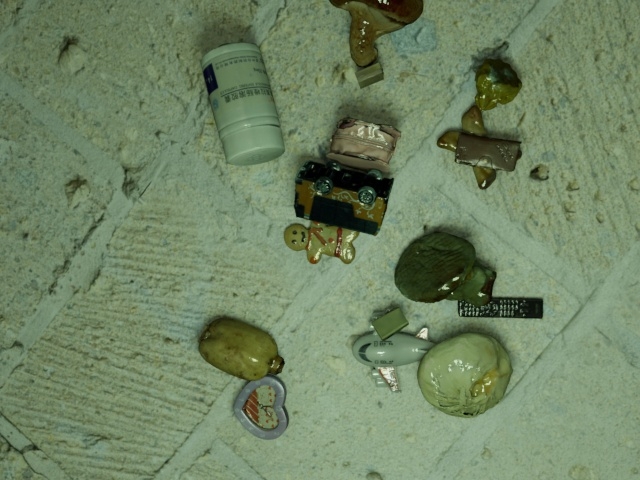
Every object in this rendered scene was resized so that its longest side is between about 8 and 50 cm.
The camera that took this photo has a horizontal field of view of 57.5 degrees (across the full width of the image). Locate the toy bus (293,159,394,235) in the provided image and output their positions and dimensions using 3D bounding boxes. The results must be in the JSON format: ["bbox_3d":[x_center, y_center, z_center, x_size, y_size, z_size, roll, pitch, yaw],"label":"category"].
[{"bbox_3d":[0.063,-0.129,1.727,0.275,0.138,0.167,14,127,8],"label":"toy bus"}]

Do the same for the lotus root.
[{"bbox_3d":[-0.243,0.338,1.795,0.284,0.146,0.160,22,94,8],"label":"lotus root"}]

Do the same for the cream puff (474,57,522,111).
[{"bbox_3d":[0.501,-0.444,1.688,0.146,0.146,0.116,42,136,6],"label":"cream puff"}]

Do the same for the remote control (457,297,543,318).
[{"bbox_3d":[0.533,0.200,1.732,0.245,0.025,0.063,1,92,9],"label":"remote control"}]

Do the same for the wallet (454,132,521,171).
[{"bbox_3d":[0.482,-0.255,1.687,0.176,0.026,0.095,12,96,9],"label":"wallet"}]

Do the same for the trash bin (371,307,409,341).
[{"bbox_3d":[0.202,0.241,1.687,0.092,0.043,0.061,-32,66,-1],"label":"trash bin"}]

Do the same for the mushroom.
[{"bbox_3d":[0.161,-0.661,1.672,0.267,0.267,0.255,-14,88,9],"label":"mushroom"}]

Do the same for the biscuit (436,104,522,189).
[{"bbox_3d":[0.468,-0.272,1.725,0.164,0.047,0.208,-43,84,6],"label":"biscuit"}]

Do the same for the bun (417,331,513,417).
[{"bbox_3d":[0.418,0.395,1.643,0.287,0.146,0.287,-7,121,-12],"label":"bun"}]

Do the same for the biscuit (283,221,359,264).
[{"bbox_3d":[0.000,0.000,1.813,0.234,0.030,0.153,9,90,8],"label":"biscuit"}]

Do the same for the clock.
[{"bbox_3d":[-0.186,0.519,1.829,0.172,0.064,0.198,-6,90,9],"label":"clock"}]

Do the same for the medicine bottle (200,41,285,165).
[{"bbox_3d":[-0.232,-0.403,1.763,0.189,0.190,0.332,-16,88,9],"label":"medicine bottle"}]

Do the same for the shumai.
[{"bbox_3d":[0.365,0.111,1.713,0.271,0.203,0.222,11,67,44],"label":"shumai"}]

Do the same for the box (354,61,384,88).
[{"bbox_3d":[0.150,-0.496,1.756,0.083,0.079,0.035,-21,86,8],"label":"box"}]

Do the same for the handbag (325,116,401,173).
[{"bbox_3d":[0.126,-0.279,1.719,0.205,0.179,0.116,13,86,8],"label":"handbag"}]

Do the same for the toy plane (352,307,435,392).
[{"bbox_3d":[0.219,0.326,1.739,0.252,0.118,0.252,0,89,12],"label":"toy plane"}]
